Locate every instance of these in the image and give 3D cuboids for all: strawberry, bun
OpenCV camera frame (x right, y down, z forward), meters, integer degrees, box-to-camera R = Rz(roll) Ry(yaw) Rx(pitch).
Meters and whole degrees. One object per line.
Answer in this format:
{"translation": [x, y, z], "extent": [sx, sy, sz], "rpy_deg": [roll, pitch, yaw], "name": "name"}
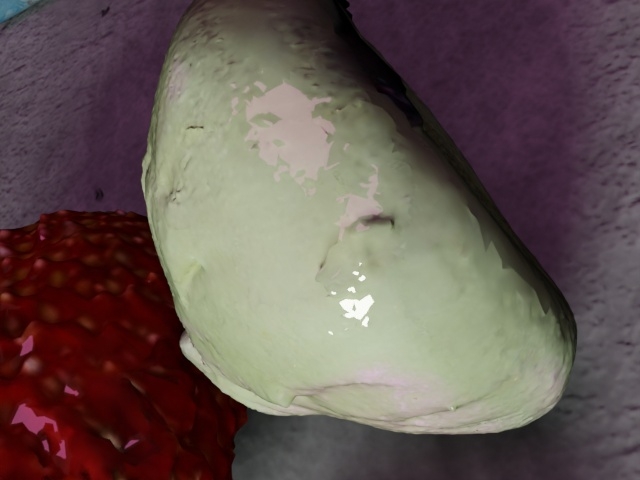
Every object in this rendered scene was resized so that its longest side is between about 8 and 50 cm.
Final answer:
{"translation": [-0.194, 0.120, 0.500], "extent": [0.292, 0.292, 0.344], "rpy_deg": [-16, 54, 21], "name": "strawberry"}
{"translation": [0.000, 0.000, 0.464], "extent": [0.187, 0.293, 0.293], "rpy_deg": [-35, 51, 15], "name": "bun"}

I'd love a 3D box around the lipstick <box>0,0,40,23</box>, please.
{"translation": [-0.330, -0.313, 0.972], "extent": [0.157, 0.048, 0.048], "rpy_deg": [-24, 54, 15], "name": "lipstick"}
